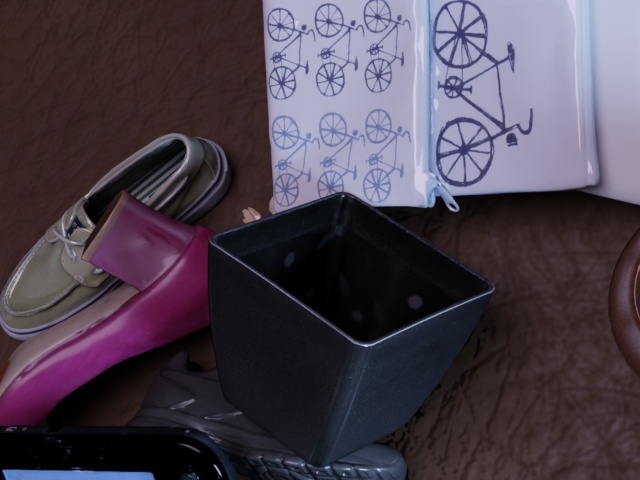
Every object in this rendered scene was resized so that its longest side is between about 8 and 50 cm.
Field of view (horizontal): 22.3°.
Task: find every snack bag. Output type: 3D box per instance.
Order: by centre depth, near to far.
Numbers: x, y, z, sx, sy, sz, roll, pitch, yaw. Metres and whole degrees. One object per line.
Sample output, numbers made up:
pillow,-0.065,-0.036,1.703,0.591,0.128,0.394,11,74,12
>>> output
snack bag,0.096,-0.187,1.492,0.342,0.037,0.323,-1,92,30

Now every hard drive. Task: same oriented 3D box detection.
hard drive,0.221,-0.153,1.470,0.307,0.040,0.203,15,104,28

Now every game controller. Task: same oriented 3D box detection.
game controller,-0.208,0.251,1.528,0.319,0.067,0.166,-3,107,30

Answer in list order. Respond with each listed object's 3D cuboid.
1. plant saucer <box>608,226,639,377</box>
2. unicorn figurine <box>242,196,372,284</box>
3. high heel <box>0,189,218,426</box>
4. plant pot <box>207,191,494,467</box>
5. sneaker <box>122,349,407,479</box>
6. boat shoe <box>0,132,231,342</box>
plant saucer,0.347,0.046,1.429,0.198,0.036,0.199,-8,69,22
unicorn figurine,0.000,0.000,1.600,0.162,0.060,0.111,-10,78,37
high heel,-0.216,0.139,1.638,0.181,0.127,0.377,31,112,-12
plant pot,0.010,0.087,1.447,0.188,0.187,0.167,34,124,30
sneaker,-0.049,0.170,1.539,0.286,0.109,0.130,11,62,21
boat shoe,-0.230,-0.012,1.684,0.302,0.094,0.109,-41,61,8
